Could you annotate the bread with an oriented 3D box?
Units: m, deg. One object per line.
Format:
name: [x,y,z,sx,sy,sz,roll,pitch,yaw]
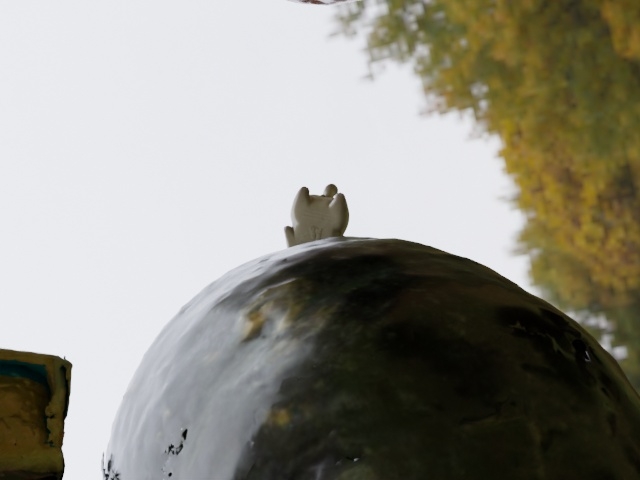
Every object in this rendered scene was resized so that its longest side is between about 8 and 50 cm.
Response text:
bread: [-0.165,0.079,0.690,0.106,0.053,0.072,10,-105,-31]

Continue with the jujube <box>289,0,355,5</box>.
jujube: [-0.007,-0.315,1.074,0.223,0.223,0.318,-72,-19,-45]

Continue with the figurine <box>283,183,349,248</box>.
figurine: [0.000,0.000,1.152,0.050,0.047,0.083,-8,-67,-76]

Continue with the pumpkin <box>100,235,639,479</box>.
pumpkin: [0.046,0.214,0.992,0.344,0.454,0.454,-36,-64,-24]
